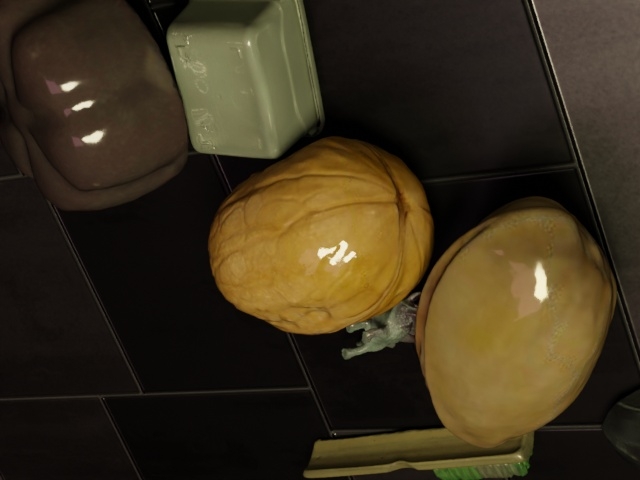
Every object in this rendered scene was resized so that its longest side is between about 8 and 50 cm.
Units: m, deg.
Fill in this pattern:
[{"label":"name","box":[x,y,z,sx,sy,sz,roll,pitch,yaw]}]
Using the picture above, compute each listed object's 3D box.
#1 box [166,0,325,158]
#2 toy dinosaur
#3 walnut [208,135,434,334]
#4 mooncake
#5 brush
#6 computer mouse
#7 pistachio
[{"label":"box","box":[-0.076,-0.157,1.484,0.124,0.093,0.172,5,125,27]},{"label":"toy dinosaur","box":[0.074,0.082,1.578,0.209,0.082,0.039,127,131,-71]},{"label":"walnut","box":[0.000,0.000,1.495,0.226,0.193,0.193,-22,111,33]},{"label":"mooncake","box":[-0.238,-0.145,1.517,0.245,0.133,0.245,46,151,35]},{"label":"brush","box":[0.108,0.236,1.702,0.282,0.054,0.048,-9,131,33]},{"label":"computer mouse","box":[0.366,0.198,1.528,0.192,0.062,0.105,3,125,28]},{"label":"pistachio","box":[0.182,0.073,1.458,0.182,0.162,0.293,1,141,-12]}]
